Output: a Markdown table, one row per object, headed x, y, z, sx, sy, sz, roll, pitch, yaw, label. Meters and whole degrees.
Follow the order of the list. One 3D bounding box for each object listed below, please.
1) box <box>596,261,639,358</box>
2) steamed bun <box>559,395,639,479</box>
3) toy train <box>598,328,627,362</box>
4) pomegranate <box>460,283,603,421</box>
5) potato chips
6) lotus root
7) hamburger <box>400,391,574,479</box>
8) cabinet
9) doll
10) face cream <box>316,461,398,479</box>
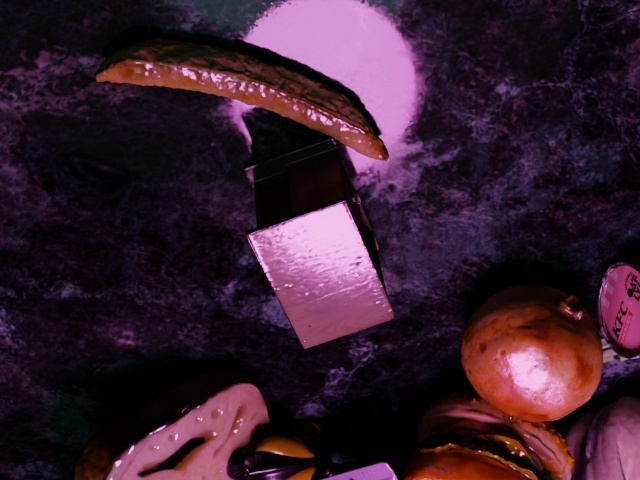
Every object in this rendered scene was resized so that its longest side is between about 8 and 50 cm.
| x | y | z | sx | sy | sz | roll | pitch | yaw | label |
| --- | --- | --- | --- | --- | --- | --- | --- | --- | --- |
| 0.533 | 0.107 | 1.415 | 0.135 | 0.151 | 0.151 | -1 | 125 | -15 | box |
| 0.504 | 0.417 | 1.570 | 0.206 | 0.275 | 0.319 | 23 | 84 | -7 | steamed bun |
| 0.474 | 0.173 | 1.513 | 0.122 | 0.050 | 0.081 | -19 | 132 | 5 | toy train |
| 0.333 | 0.169 | 1.393 | 0.216 | 0.215 | 0.215 | -3 | 125 | -4 | pomegranate |
| -0.084 | -0.195 | 1.186 | 0.407 | 0.057 | 0.080 | 14 | 135 | -16 | potato chips |
| -0.213 | 0.386 | 1.470 | 0.391 | 0.111 | 0.374 | 28 | 93 | -44 | lotus root |
| 0.272 | 0.385 | 1.497 | 0.291 | 0.225 | 0.291 | 19 | 142 | 16 | hamburger |
| 0.000 | 0.000 | 1.261 | 0.148 | 0.174 | 0.215 | -20 | 124 | 8 | cabinet |
| -0.035 | 0.370 | 1.503 | 0.249 | 0.127 | 0.088 | 9 | 126 | -44 | doll |
| 0.115 | 0.473 | 1.457 | 0.154 | 0.096 | 0.273 | -23 | 109 | 35 | face cream |
